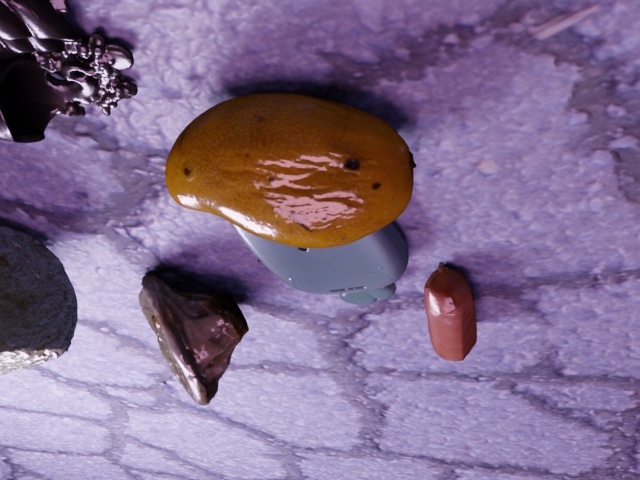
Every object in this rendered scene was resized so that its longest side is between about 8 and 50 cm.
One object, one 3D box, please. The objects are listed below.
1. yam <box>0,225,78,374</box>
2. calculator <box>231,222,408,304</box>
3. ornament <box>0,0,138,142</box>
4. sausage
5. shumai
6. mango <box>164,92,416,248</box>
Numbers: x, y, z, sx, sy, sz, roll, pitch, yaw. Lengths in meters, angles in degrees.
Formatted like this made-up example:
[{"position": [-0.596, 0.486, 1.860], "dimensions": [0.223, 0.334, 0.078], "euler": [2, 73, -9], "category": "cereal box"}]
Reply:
[{"position": [-0.480, 0.100, 1.253], "dimensions": [0.202, 0.201, 0.271], "euler": [8, 151, -36], "category": "yam"}, {"position": [0.000, 0.000, 1.078], "dimensions": [0.186, 0.041, 0.299], "euler": [-8, 142, 29], "category": "calculator"}, {"position": [-0.317, -0.182, 0.854], "dimensions": [0.261, 0.106, 0.251], "euler": [0, 149, 9], "category": "ornament"}, {"position": [0.166, 0.091, 1.155], "dimensions": [0.065, 0.065, 0.169], "euler": [3, 148, 14], "category": "sausage"}, {"position": [-0.168, 0.120, 1.267], "dimensions": [0.120, 0.201, 0.201], "euler": [-28, 151, -15], "category": "shumai"}, {"position": [-0.036, -0.066, 0.902], "dimensions": [0.262, 0.109, 0.157], "euler": [0, 123, 10], "category": "mango"}]
